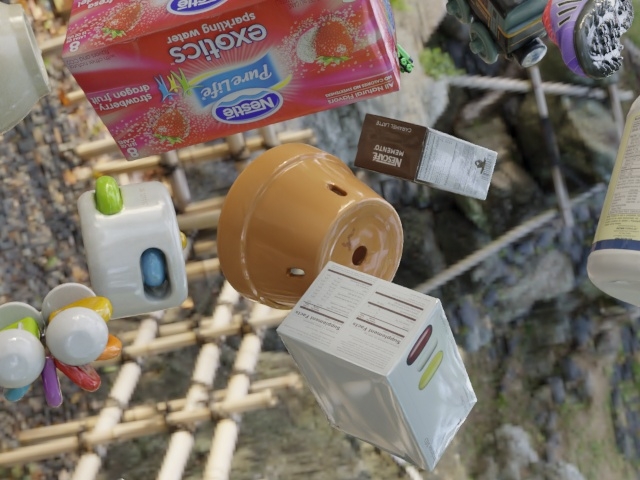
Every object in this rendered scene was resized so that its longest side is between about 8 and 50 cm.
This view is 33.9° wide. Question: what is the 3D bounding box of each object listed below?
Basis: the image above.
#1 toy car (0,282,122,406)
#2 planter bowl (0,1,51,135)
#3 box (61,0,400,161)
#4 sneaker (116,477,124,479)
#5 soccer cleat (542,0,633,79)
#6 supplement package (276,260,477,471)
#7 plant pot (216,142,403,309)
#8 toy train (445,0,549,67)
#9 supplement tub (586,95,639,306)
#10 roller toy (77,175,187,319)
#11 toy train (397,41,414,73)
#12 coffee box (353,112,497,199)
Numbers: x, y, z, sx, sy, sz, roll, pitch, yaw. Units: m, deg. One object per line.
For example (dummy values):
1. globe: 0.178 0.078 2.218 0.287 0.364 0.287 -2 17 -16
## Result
1. toy car: -0.344 0.145 1.345 0.159 0.182 0.136 -135 -152 -67
2. planter bowl: -0.344 -0.184 1.084 0.162 0.109 0.162 161 -90 -83
3. box: -0.071 -0.177 0.891 0.128 0.257 0.122 65 17 -46
4. sneaker: -0.185 0.403 1.316 0.258 0.091 0.094 42 -5 -10
5. soccer cleat: 0.357 -0.295 1.456 0.318 0.117 0.108 -54 131 -54
6. supplement package: 0.090 0.190 1.572 0.145 0.204 0.261 -52 140 -24
7. plant pot: 0.000 0.000 1.770 0.291 0.203 0.290 -19 120 -38
8. toy train: 0.268 -0.440 1.717 0.334 0.142 0.190 61 -6 22
9. supplement tub: 0.511 -0.070 1.420 0.235 0.236 0.324 37 69 -64
10. roller toy: -0.268 0.013 1.537 0.209 0.146 0.191 120 -42 -72
11. toy train: 0.089 -0.240 1.308 0.083 0.017 0.023 40 59 -32
12. coffee box: 0.192 -0.149 1.897 0.247 0.141 0.098 10 96 -51
